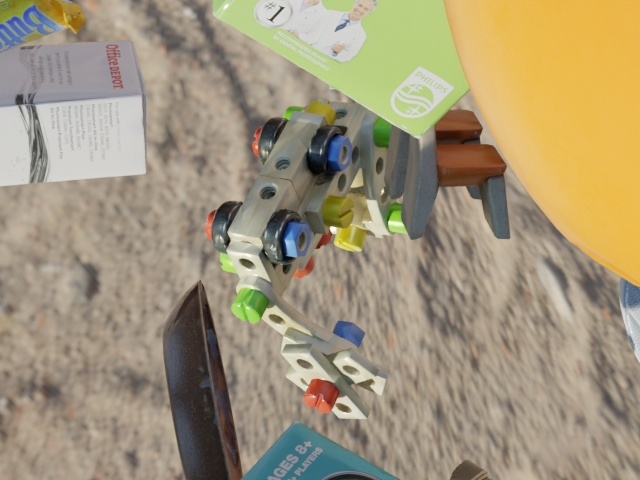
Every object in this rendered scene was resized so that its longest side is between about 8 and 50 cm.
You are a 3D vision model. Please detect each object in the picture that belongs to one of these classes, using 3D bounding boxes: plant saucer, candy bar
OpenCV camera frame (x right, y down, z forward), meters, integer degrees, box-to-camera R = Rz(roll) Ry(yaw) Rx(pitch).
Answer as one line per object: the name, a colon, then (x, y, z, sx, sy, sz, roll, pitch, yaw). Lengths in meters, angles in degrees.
plant saucer: (-0.086, 0.129, 1.310, 0.036, 0.198, 0.199, -11, 96, 0)
candy bar: (-0.199, -0.118, 1.034, 0.161, 0.040, 0.018, -12, 62, 40)

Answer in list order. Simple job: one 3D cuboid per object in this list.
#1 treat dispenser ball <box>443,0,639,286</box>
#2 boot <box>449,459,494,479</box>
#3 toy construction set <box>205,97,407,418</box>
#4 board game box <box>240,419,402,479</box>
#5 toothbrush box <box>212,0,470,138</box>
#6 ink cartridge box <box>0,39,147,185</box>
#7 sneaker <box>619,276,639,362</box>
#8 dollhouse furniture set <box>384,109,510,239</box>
treat dispenser ball: (0.175, -0.097, 0.501, 0.288, 0.288, 0.288, 0, 96, 1)
boot: (0.147, 0.264, 1.504, 0.137, 0.198, 0.077, 30, 119, 13)
toy construction set: (0.000, 0.000, 1.661, 0.151, 0.328, 0.215, -3, 141, 18)
board game box: (0.055, 0.251, 0.738, 0.336, 0.254, 0.079, 28, 136, 19)
toothbrush box: (0.079, -0.219, 0.766, 0.122, 0.206, 0.283, 28, 123, -27)
ink cartridge box: (-0.264, -0.116, 1.626, 0.203, 0.148, 0.086, -4, 117, -9)
sneaker: (0.335, 0.091, 1.571, 0.094, 0.091, 0.258, -23, 120, 20)
dollhouse furniture set: (0.174, -0.101, 1.163, 0.262, 0.259, 0.135, 0, 111, -6)
